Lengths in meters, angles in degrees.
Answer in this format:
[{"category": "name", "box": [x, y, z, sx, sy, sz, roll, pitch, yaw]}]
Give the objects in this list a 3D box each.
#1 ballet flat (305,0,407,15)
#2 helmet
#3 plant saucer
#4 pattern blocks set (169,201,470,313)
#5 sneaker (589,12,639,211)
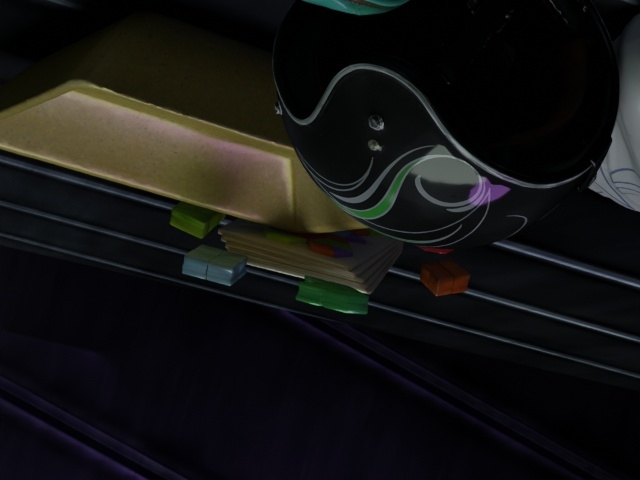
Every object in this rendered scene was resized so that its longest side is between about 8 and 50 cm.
[{"category": "ballet flat", "box": [-0.059, -0.168, 0.722, 0.247, 0.083, 0.087, 21, -178, -37]}, {"category": "helmet", "box": [0.061, -0.076, 0.847, 0.169, 0.169, 0.161, 16, 164, -26]}, {"category": "plant saucer", "box": [-0.081, -0.090, 1.239, 0.333, 0.081, 0.333, 15, 171, -26]}, {"category": "pattern blocks set", "box": [0.000, 0.000, 1.490, 0.285, 0.026, 0.325, 11, -164, 2]}, {"category": "sneaker", "box": [0.184, -0.068, 0.946, 0.129, 0.111, 0.297, 16, 171, 14]}]
